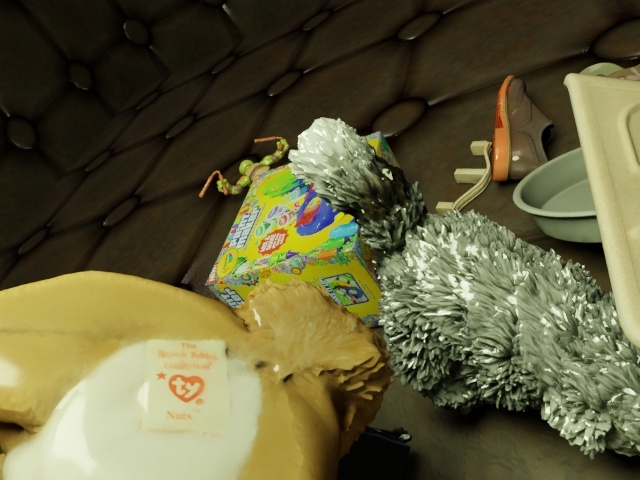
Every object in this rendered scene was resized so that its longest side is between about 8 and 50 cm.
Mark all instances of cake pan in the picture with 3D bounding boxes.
[{"bbox_3d":[0.411,-0.079,0.714,0.293,0.054,0.293,-22,16,6],"label":"cake pan"}]

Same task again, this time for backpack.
[{"bbox_3d":[-0.001,0.269,0.643,0.173,0.158,0.117,-18,53,46],"label":"backpack"}]

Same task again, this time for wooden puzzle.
[{"bbox_3d":[0.394,-0.017,0.480,0.321,0.081,0.348,8,49,2],"label":"wooden puzzle"}]

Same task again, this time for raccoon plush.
[{"bbox_3d":[0.170,0.055,0.519,0.216,0.446,0.299,-61,21,-15],"label":"raccoon plush"}]

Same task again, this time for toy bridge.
[{"bbox_3d":[0.276,-0.117,0.978,0.063,0.026,0.188,7,52,42],"label":"toy bridge"}]

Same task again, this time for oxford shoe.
[{"bbox_3d":[0.365,-0.203,0.969,0.098,0.097,0.272,4,52,17],"label":"oxford shoe"}]

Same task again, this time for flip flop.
[{"bbox_3d":[0.505,-0.257,0.891,0.112,0.080,0.277,-21,31,11],"label":"flip flop"}]

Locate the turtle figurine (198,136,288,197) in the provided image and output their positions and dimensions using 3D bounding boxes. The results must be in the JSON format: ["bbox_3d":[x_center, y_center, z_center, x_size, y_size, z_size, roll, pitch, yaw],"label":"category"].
[{"bbox_3d":[-0.155,-0.151,1.339,0.269,0.087,0.217,-37,41,-18],"label":"turtle figurine"}]

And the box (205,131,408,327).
[{"bbox_3d":[0.000,0.000,0.943,0.279,0.177,0.290,-15,39,29],"label":"box"}]

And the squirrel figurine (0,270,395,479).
[{"bbox_3d":[-0.122,0.216,0.479,0.281,0.371,0.397,41,41,20],"label":"squirrel figurine"}]
